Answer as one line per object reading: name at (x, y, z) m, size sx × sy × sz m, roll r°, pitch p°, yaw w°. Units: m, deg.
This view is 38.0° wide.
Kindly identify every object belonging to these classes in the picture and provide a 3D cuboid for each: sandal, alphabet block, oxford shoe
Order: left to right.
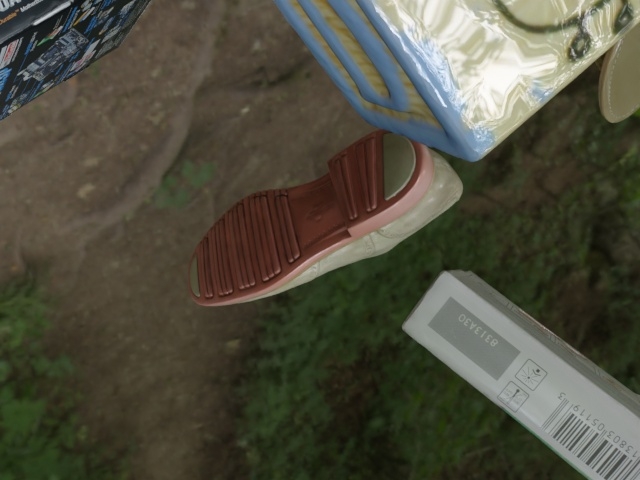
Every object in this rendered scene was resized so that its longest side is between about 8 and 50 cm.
oxford shoe at (0.000, 0.000, 1.185) m, size 0.397 × 0.140 × 0.147 m, roll -24°, pitch 151°, yaw 31°
alphabet block at (0.081, -0.192, 0.579) m, size 0.197 × 0.192 × 0.193 m, roll -42°, pitch -155°, yaw -4°
sandal at (0.251, -0.207, 0.778) m, size 0.088 × 0.079 × 0.240 m, roll -32°, pitch 148°, yaw -10°

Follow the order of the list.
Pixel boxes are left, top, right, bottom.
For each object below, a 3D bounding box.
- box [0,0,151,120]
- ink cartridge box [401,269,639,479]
box at (-0.194, -0.156, 0.659) m, size 0.175 × 0.051 × 0.220 m, roll -41°, pitch -171°, yaw -28°
ink cartridge box at (0.156, 0.093, 0.676) m, size 0.056 × 0.181 × 0.225 m, roll -53°, pitch 169°, yaw 5°
